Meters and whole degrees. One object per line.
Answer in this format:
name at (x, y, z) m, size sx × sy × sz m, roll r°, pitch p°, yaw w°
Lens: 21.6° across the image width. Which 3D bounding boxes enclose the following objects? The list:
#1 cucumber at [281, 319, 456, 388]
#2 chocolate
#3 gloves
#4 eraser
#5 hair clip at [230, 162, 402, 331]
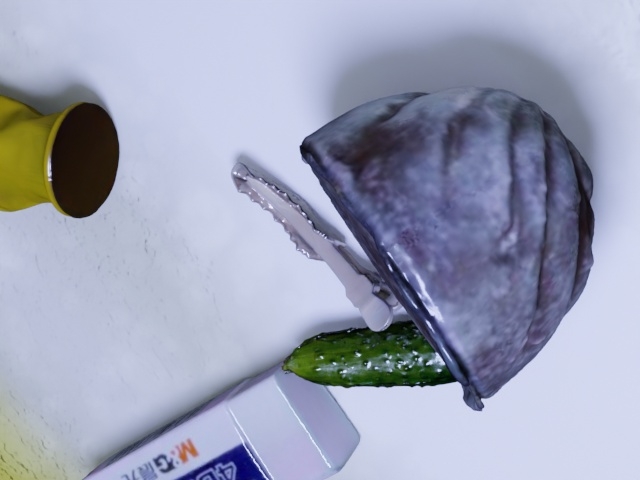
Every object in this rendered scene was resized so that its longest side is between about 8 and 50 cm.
cucumber at (0.069, 0.116, 1.681) m, size 0.227 × 0.069 × 0.069 m, roll -5°, pitch 108°, yaw 13°
chocolate at (0.142, -0.021, 1.514) m, size 0.213 × 0.303 × 0.303 m, roll -35°, pitch 95°, yaw 0°
gloves at (-0.366, -0.102, 1.770) m, size 0.294 × 0.116 × 0.133 m, roll 9°, pitch 85°, yaw 27°
eraser at (-0.109, 0.240, 1.794) m, size 0.287 × 0.086 × 0.130 m, roll -32°, pitch 95°, yaw 28°
hair clip at (0.000, 0.000, 1.686) m, size 0.226 × 0.072 × 0.034 m, roll 45°, pitch 114°, yaw 10°
